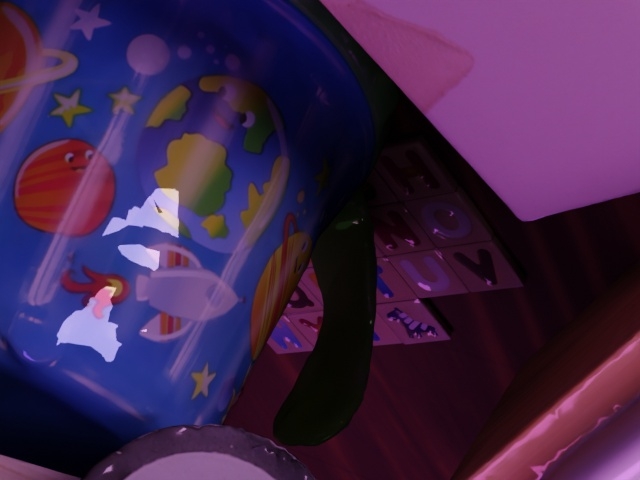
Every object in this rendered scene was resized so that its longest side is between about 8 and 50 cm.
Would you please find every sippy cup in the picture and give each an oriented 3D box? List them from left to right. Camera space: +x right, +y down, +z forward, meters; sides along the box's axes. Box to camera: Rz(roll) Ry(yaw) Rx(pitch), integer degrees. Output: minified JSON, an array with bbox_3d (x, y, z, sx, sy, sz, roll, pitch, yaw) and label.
[{"bbox_3d":[-0.102,-0.011,0.563,0.305,0.224,0.240,20,150,-2],"label":"sippy cup"}]

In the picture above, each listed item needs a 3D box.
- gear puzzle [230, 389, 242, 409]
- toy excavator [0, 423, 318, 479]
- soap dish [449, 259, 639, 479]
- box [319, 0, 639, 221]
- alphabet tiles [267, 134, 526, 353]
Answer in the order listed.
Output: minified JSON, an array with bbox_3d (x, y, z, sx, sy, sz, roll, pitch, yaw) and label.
[{"bbox_3d":[-0.143,0.185,0.940,0.044,0.175,0.339,39,146,9],"label":"gear puzzle"},{"bbox_3d":[-0.088,0.302,0.403,0.432,0.445,0.222,16,149,-1],"label":"toy excavator"},{"bbox_3d":[0.217,0.047,0.384,0.229,0.118,0.291,38,113,-14],"label":"soap dish"},{"bbox_3d":[0.038,-0.165,0.377,0.311,0.148,0.121,46,143,-22],"label":"box"},{"bbox_3d":[0.000,0.000,0.738,0.237,0.009,0.198,-9,131,43],"label":"alphabet tiles"}]
